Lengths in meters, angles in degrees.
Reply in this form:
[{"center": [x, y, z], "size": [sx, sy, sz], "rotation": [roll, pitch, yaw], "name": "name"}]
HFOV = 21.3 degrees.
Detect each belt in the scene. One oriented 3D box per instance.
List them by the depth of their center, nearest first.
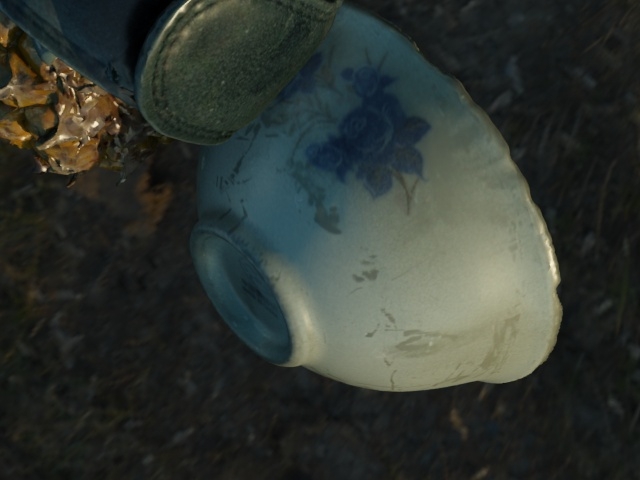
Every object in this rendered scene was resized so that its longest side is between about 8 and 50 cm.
[{"center": [-0.090, -0.141, 0.775], "size": [0.206, 0.267, 0.116], "rotation": [36, 106, -25], "name": "belt"}]

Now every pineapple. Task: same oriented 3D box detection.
[{"center": [-0.133, -0.130, 1.121], "size": [0.076, 0.225, 0.224], "rotation": [26, 115, 42], "name": "pineapple"}]

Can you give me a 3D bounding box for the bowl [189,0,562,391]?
[{"center": [0.000, 0.000, 1.158], "size": [0.313, 0.146, 0.313], "rotation": [41, 150, 30], "name": "bowl"}]
